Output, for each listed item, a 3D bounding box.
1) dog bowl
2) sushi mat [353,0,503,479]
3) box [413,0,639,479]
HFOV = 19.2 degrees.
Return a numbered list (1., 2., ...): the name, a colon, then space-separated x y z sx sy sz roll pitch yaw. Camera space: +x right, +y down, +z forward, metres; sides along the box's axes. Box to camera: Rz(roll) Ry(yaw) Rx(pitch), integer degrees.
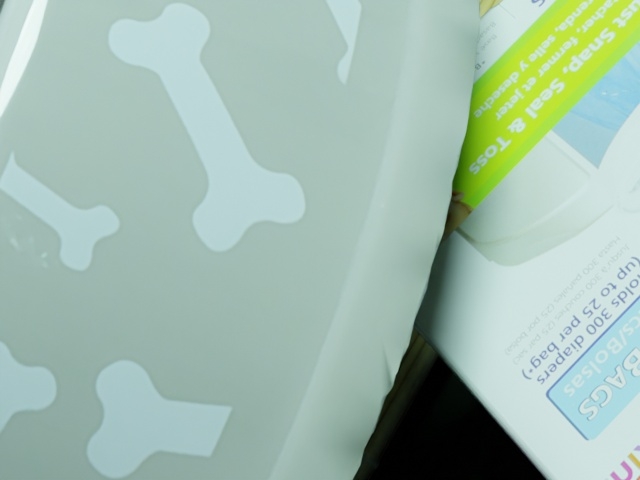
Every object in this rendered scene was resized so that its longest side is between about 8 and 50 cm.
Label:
1. dog bowl: -0.099 0.016 0.528 0.349 0.102 0.349 -48 28 35
2. sushi mat: 0.000 0.000 0.611 0.151 0.019 0.316 18 72 47
3. box: 0.105 0.026 0.436 0.114 0.103 0.203 -45 41 5
